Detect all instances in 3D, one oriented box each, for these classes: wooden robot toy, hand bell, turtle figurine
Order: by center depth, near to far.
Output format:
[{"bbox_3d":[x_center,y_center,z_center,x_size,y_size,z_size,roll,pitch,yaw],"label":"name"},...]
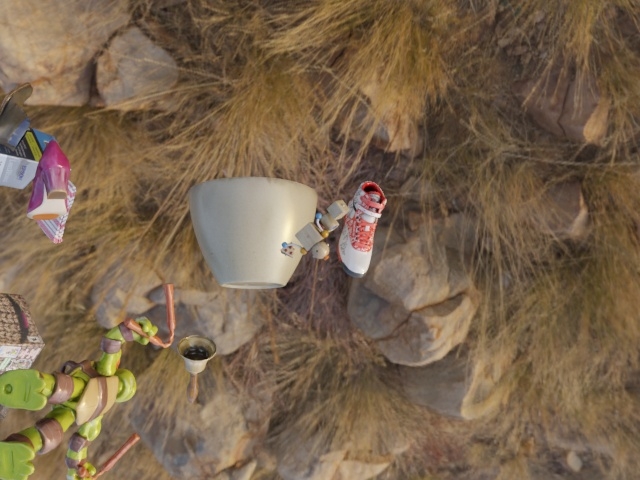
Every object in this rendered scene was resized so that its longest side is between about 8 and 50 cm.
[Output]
[{"bbox_3d":[-0.270,0.168,0.631,0.087,0.217,0.269,24,92,13],"label":"turtle figurine"},{"bbox_3d":[0.000,0.000,1.100,0.173,0.076,0.079,-39,78,16],"label":"wooden robot toy"},{"bbox_3d":[-0.421,0.447,1.834,0.126,0.126,0.242,16,119,4],"label":"hand bell"}]

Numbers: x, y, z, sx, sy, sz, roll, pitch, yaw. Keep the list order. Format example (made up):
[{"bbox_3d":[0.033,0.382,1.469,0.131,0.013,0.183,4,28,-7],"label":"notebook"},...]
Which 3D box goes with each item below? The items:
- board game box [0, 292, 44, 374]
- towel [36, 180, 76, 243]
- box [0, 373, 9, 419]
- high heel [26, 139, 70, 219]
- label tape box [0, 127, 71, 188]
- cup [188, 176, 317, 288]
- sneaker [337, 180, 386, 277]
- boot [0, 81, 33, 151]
[{"bbox_3d":[-1.011,0.271,1.612,0.141,0.232,0.291,-52,148,14],"label":"board game box"},{"bbox_3d":[-0.735,-0.108,1.520,0.144,0.029,0.197,41,117,24],"label":"towel"},{"bbox_3d":[-0.864,0.378,1.390,0.156,0.093,0.158,23,151,-13],"label":"box"},{"bbox_3d":[-0.609,-0.124,1.227,0.082,0.117,0.244,-3,166,-31],"label":"high heel"},{"bbox_3d":[-0.966,-0.267,1.650,0.347,0.249,0.115,12,117,-46],"label":"label tape box"},{"bbox_3d":[-0.171,-0.002,1.402,0.331,0.237,0.331,-1,169,0],"label":"cup"},{"bbox_3d":[0.115,-0.041,1.505,0.090,0.270,0.145,17,138,-12],"label":"sneaker"},{"bbox_3d":[-0.854,-0.348,1.555,0.106,0.219,0.082,37,145,-19],"label":"boot"}]
